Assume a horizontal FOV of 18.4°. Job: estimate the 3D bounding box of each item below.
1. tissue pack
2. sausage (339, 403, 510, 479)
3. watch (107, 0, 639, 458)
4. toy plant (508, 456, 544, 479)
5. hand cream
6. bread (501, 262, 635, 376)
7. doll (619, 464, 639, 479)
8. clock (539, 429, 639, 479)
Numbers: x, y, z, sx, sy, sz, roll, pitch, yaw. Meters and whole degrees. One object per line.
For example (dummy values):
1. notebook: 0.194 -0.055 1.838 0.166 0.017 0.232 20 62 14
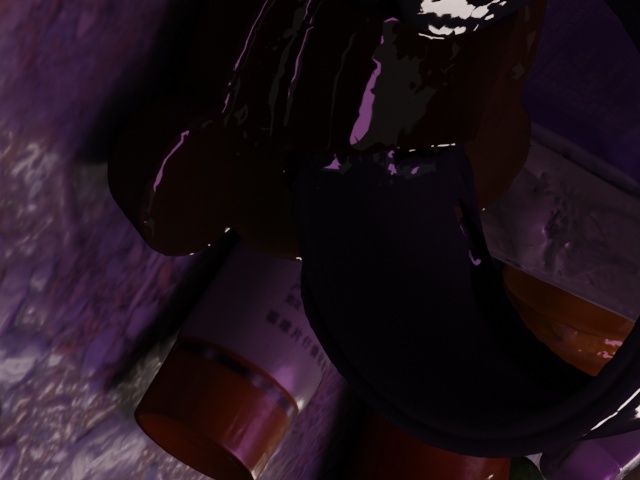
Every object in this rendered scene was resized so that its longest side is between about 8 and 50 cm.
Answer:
1. tissue pack: 0.260 -0.108 1.444 0.338 0.242 0.160 -46 154 -30
2. sausage: 0.089 0.166 1.559 0.133 0.133 0.258 -29 140 -52
3. watch: 0.113 -0.069 1.016 0.314 0.327 0.335 -6 121 -46
4. toy plant: 0.168 0.318 1.880 0.235 0.175 0.218 -71 159 -44
5. hand cream: 0.000 0.000 1.231 0.314 0.089 0.139 -55 150 -23
6. bread: 0.251 0.007 1.668 0.121 0.173 0.311 -110 -143 -65
7. doll: 0.369 0.243 2.194 0.235 0.174 0.330 -43 154 -22
8. clock: 0.295 0.148 1.892 0.227 0.090 0.248 -48 180 10
